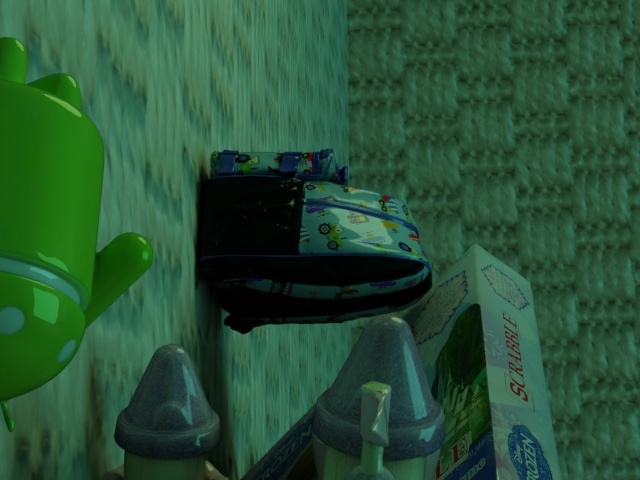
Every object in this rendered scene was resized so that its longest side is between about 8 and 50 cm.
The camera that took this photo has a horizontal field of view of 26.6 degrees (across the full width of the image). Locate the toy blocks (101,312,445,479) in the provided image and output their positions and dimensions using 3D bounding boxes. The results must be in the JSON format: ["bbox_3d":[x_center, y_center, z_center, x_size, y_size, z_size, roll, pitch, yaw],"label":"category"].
[{"bbox_3d":[0.035,0.147,0.580,0.288,0.309,0.260,-76,170,-76],"label":"toy blocks"}]

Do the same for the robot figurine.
[{"bbox_3d":[-0.102,-0.003,0.413,0.101,0.067,0.115,36,47,-49],"label":"robot figurine"}]

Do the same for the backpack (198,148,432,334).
[{"bbox_3d":[0.000,0.000,1.058,0.158,0.173,0.116,75,14,-69],"label":"backpack"}]

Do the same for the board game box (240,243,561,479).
[{"bbox_3d":[0.039,0.196,1.003,0.318,0.066,0.318,-47,-164,23],"label":"board game box"}]
